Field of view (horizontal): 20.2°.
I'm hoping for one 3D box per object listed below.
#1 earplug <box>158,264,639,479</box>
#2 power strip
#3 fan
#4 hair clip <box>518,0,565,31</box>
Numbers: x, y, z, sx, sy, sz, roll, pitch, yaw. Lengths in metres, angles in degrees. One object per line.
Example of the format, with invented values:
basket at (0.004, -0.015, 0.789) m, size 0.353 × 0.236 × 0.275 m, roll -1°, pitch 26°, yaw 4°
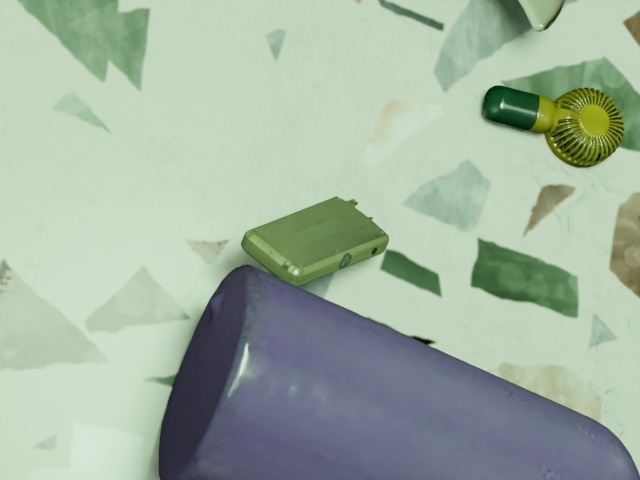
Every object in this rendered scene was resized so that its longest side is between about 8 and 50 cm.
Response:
earplug at (0.090, 0.198, 1.667) m, size 0.456 × 0.215 × 0.215 m, roll 21°, pitch 72°, yaw -15°
power strip at (0.000, 0.000, 1.727) m, size 0.076 × 0.028 × 0.169 m, roll 38°, pitch 34°, yaw 24°
fan at (0.243, -0.127, 1.866) m, size 0.155 × 0.039 × 0.082 m, roll 12°, pitch 75°, yaw -13°
hair clip at (0.236, -0.359, 1.889) m, size 0.172 × 0.113 × 0.282 m, roll 41°, pitch 75°, yaw -4°
